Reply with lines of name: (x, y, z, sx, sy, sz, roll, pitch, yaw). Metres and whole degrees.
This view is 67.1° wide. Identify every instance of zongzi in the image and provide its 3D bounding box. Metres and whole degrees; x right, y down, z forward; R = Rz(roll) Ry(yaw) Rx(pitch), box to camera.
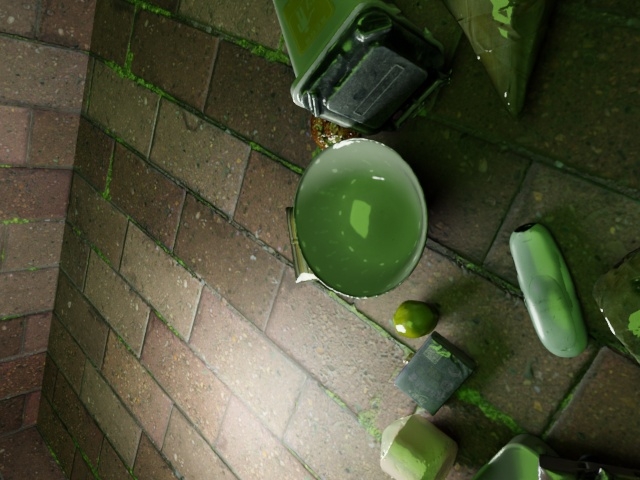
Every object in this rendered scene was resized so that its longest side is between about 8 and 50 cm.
zongzi: (0.265, -0.450, 0.899, 0.356, 0.174, 0.393, 27, 117, 39)

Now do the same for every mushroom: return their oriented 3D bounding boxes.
mushroom: (0.214, 0.282, 1.102, 0.049, 0.019, 0.101, 44, 119, 28)

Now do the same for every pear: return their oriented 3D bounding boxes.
pear: (0.208, 0.170, 1.058, 0.096, 0.092, 0.092, -14, 84, -2)

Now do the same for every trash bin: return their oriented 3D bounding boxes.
trash bin: (0.070, -0.430, 1.024, 0.256, 0.296, 0.368, -45, 53, 35)

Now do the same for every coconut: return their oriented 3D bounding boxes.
coconut: (0.203, 0.456, 1.050, 0.152, 0.147, 0.147, 26, 110, 32)

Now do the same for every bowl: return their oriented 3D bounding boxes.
bowl: (0.115, -0.050, 1.062, 0.337, 0.157, 0.337, 5, 99, 38)

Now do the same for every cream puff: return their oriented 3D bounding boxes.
cream puff: (0.034, -0.278, 1.154, 0.149, 0.084, 0.149, 7, 101, 40)

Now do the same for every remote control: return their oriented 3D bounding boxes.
remote control: (0.419, 0.092, 0.898, 0.097, 0.045, 0.256, -26, 76, 38)

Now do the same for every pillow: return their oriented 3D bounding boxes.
pillow: (0.000, 0.000, 1.229, 0.212, 0.052, 0.208, -9, 90, 39)

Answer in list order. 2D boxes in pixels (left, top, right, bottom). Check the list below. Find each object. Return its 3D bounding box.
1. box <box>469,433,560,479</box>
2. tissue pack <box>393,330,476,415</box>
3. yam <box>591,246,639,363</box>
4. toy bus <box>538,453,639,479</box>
box: (0.421, 0.616, 0.921, 0.367, 0.090, 0.373, 43, 120, 27)
tissue pack: (0.244, 0.288, 1.045, 0.112, 0.051, 0.156, 38, 116, 14)
yam: (0.563, 0.063, 0.687, 0.300, 0.195, 0.195, -44, 67, 33)
toy bus: (0.514, 0.430, 0.761, 0.316, 0.112, 0.138, 1, 82, 27)
